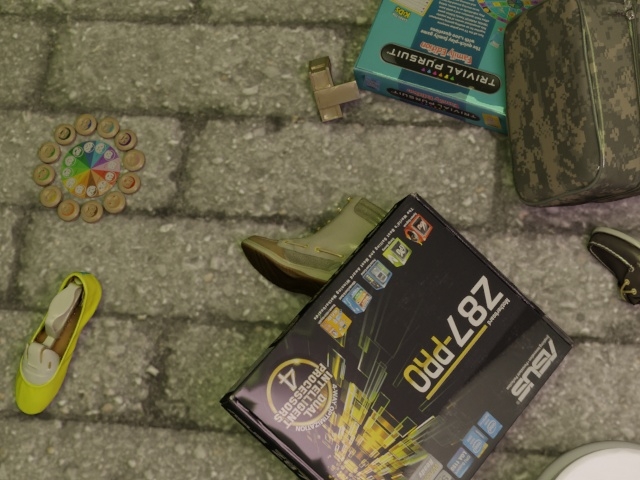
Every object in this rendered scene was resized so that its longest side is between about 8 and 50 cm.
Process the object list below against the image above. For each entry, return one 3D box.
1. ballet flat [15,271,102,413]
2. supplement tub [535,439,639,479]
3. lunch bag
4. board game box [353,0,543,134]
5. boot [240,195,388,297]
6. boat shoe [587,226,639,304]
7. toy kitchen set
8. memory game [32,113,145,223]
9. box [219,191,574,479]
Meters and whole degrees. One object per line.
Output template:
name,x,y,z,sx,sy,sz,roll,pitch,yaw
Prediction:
ballet flat,-0.405,0.148,1.795,0.077,0.077,0.231,23,78,13
supplement tub,0.365,0.378,1.496,0.235,0.325,0.235,-2,73,7
lunch bag,0.421,-0.204,1.707,0.256,0.212,0.305,-2,81,-28
board game box,0.229,-0.362,1.861,0.253,0.079,0.336,19,77,12
boot,0.000,0.000,1.783,0.213,0.077,0.165,20,60,37
boat shoe,0.471,0.068,1.701,0.227,0.081,0.069,37,77,13
toy kitchen set,0.025,-0.244,1.879,0.068,0.075,0.083,-14,112,6
memory game,-0.370,-0.115,1.902,0.186,0.012,0.186,-2,73,7
box,0.108,0.181,1.629,0.318,0.097,0.395,44,71,-3
